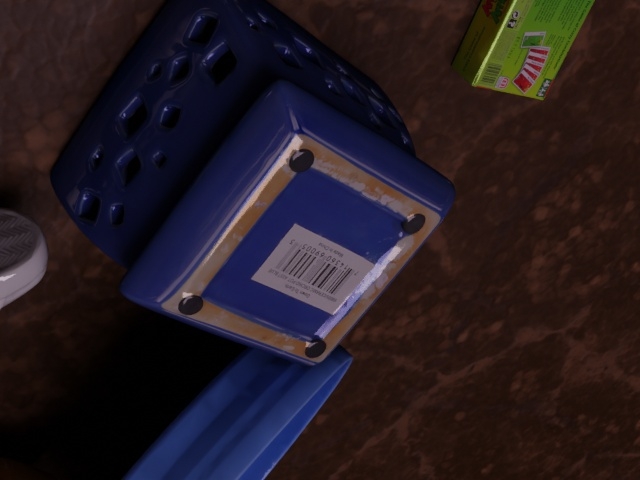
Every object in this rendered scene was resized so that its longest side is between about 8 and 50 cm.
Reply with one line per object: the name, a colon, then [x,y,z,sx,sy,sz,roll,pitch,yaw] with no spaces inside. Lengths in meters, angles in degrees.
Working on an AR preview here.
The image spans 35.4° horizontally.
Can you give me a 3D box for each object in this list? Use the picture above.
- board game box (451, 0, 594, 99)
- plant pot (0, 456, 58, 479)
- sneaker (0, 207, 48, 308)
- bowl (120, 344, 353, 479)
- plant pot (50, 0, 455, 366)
board game box: [0.202,-0.225,0.924,0.092,0.043,0.181,5,123,-32]
plant pot: [-0.373,0.280,0.922,0.188,0.205,0.205,31,108,-26]
sneaker: [-0.343,0.086,0.840,0.293,0.108,0.169,-20,135,-1]
bowl: [-0.121,0.239,0.953,0.391,0.077,0.391,-50,171,-11]
plant pot: [-0.048,-0.041,0.818,0.236,0.212,0.236,27,109,-40]
